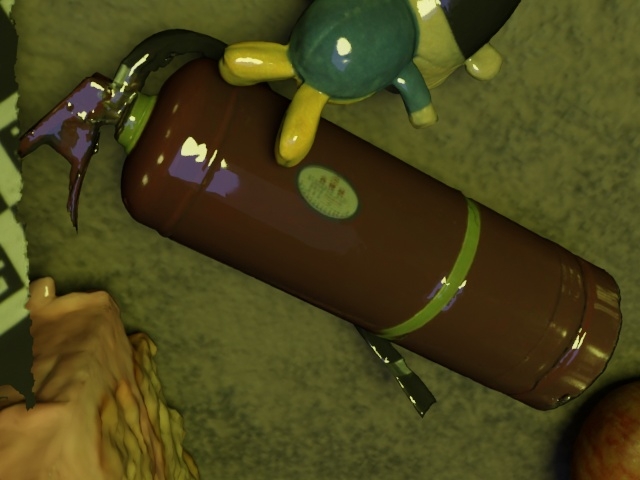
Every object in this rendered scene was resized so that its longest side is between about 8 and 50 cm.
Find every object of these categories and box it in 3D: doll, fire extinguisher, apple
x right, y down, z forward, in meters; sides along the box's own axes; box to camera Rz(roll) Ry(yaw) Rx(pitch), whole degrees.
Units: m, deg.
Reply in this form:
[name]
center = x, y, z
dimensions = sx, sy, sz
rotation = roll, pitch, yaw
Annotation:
[doll]
center = 0.035, -0.103, 0.441
dimensions = 0.179, 0.089, 0.102
rotation = -30, 81, -18
[fire extinguisher]
center = 0.000, 0.000, 0.487
dimensions = 0.341, 0.105, 0.141
rotation = 26, 95, -19
[apple]
center = 0.235, 0.159, 0.575
dimensions = 0.146, 0.131, 0.146
rotation = -7, 113, -16

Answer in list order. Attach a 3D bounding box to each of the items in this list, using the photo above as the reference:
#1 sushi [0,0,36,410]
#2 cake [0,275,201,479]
[sushi]
center = -0.276, -0.012, 0.447
dimensions = 0.290, 0.050, 0.264
rotation = -11, 73, 4
[cake]
center = -0.219, 0.210, 0.471
dimensions = 0.314, 0.307, 0.293
rotation = -14, 115, 3
